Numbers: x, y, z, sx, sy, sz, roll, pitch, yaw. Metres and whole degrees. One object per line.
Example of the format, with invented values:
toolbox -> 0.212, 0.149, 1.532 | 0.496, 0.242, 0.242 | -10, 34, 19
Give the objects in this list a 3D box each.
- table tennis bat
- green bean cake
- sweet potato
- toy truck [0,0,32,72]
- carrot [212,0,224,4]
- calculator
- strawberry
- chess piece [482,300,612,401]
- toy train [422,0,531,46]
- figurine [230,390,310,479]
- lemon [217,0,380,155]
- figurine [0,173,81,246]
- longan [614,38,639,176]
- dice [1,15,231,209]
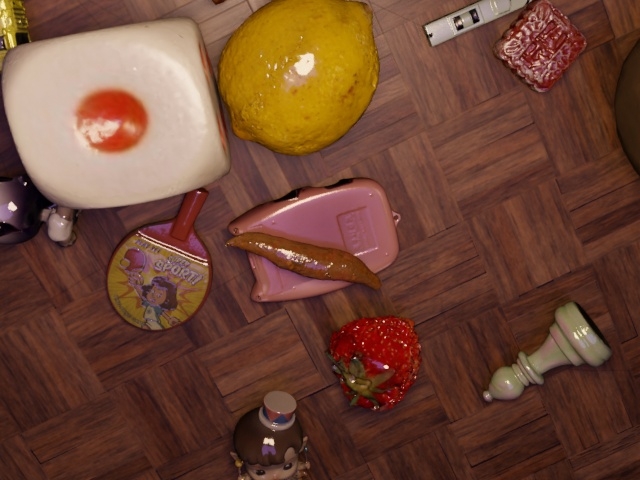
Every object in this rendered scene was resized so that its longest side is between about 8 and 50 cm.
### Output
table tennis bat -> -0.295, 0.035, 1.530 | 0.200, 0.038, 0.310 | 23, 106, -12
green bean cake -> 0.408, -0.360, 1.469 | 0.135, 0.056, 0.135 | 38, 100, -14
sweet potato -> -0.024, 0.039, 1.486 | 0.314, 0.072, 0.066 | 13, 115, -15
toy truck -> -0.631, -0.322, 1.352 | 0.272, 0.124, 0.157 | -14, 106, -1
carrot -> -0.184, -0.531, 1.329 | 0.159, 0.159, 0.225 | -38, 96, 6
calculator -> 0.000, 0.000, 1.538 | 0.329, 0.048, 0.220 | -18, 105, -2
strawberry -> 0.113, 0.226, 1.556 | 0.201, 0.184, 0.187 | -38, 86, -32
chess piece -> 0.444, 0.249, 1.619 | 0.271, 0.139, 0.139 | -38, 105, 18
toy train -> 0.291, -0.416, 1.449 | 0.207, 0.047, 0.043 | -23, 104, 3
figurine -> -0.096, 0.433, 1.590 | 0.161, 0.158, 0.275 | -13, 107, -11
lemon -> -0.031, -0.287, 1.347 | 0.258, 0.258, 0.310 | 41, 105, -14
figurine -> -0.554, -0.044, 1.433 | 0.222, 0.145, 0.145 | 8, 105, -9
longan -> 0.716, -0.255, 1.381 | 0.404, 0.336, 0.404 | -3, 111, -7
dice -> -0.324, -0.215, 1.316 | 0.304, 0.304, 0.277 | -13, 105, -1
